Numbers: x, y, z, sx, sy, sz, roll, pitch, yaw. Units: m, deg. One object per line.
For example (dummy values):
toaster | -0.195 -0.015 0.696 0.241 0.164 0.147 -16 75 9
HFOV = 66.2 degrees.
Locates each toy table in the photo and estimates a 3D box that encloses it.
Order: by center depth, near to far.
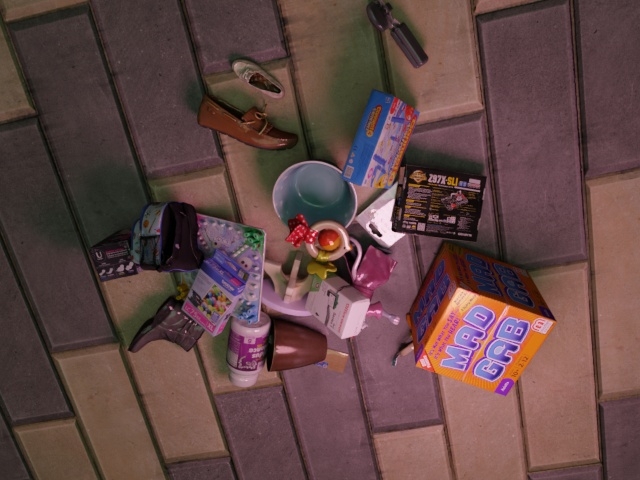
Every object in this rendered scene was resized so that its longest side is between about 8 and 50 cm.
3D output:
toy table | -0.112 0.173 1.941 0.275 0.252 0.160 10 124 -12

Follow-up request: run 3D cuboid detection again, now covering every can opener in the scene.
can opener | 0.267 -0.721 1.723 0.093 0.074 0.280 -45 103 -3

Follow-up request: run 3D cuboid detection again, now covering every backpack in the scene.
backpack | -0.568 -0.017 1.828 0.213 0.276 0.263 5 89 17

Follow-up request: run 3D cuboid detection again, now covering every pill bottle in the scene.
pill bottle | -0.305 0.453 2.050 0.170 0.169 0.301 10 112 0

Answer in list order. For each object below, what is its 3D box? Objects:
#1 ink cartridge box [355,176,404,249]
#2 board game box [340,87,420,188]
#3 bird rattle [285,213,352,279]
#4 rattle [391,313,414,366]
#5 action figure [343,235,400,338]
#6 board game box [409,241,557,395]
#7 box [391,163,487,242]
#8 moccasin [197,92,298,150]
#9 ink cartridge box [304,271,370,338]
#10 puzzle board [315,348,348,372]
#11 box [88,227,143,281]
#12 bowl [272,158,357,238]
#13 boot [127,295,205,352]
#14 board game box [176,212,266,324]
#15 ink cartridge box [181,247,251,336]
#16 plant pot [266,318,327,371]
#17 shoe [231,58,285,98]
ink cartridge box | 0.283 -0.105 1.925 0.232 0.066 0.189 -40 101 22
board game box | 0.215 -0.339 1.713 0.086 0.302 0.308 26 105 23
bird rattle | 0.000 0.000 1.804 0.207 0.143 0.253 -26 102 9
rattle | 0.341 0.429 2.070 0.143 0.130 0.199 46 130 1
action figure | 0.161 0.193 1.882 0.248 0.276 0.369 8 76 37
board game box | 0.576 0.284 1.837 0.357 0.356 0.356 19 116 -3
box | 0.445 -0.136 1.844 0.322 0.079 0.256 6 94 -8
moccasin | -0.261 -0.439 1.812 0.380 0.139 0.146 23 115 5
ink cartridge box | 0.059 0.234 1.811 0.093 0.219 0.160 -5 119 -43
puzzle board | 0.049 0.520 2.140 0.128 0.011 0.096 16 108 -1
box | -0.750 0.040 1.910 0.164 0.247 0.142 -12 107 6
bowl | -0.012 -0.179 1.836 0.312 0.163 0.311 3 120 6
boot | -0.649 0.414 2.094 0.223 0.118 0.338 41 111 -17
board game box | -0.406 0.108 1.941 0.390 0.050 0.389 14 108 23
ink cartridge box | -0.410 0.202 1.904 0.186 0.065 0.311 37 114 14
plant pot | -0.095 0.441 2.038 0.231 0.215 0.215 6 107 -13
shoe | -0.227 -0.594 1.794 0.219 0.058 0.076 30 106 -6
